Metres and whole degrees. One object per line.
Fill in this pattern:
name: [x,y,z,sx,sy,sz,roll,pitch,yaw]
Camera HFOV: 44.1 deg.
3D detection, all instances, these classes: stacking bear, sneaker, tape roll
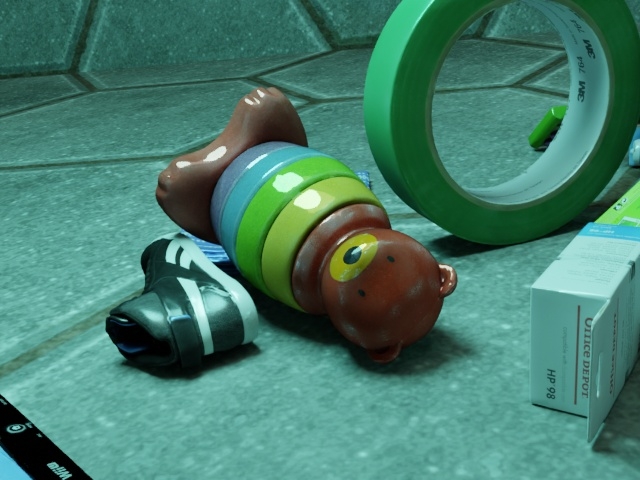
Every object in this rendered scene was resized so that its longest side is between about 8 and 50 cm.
stacking bear: [0.000,0.000,0.763,0.175,0.164,0.289,-44,49,-9]
sneaker: [-0.164,0.055,0.778,0.121,0.079,0.217,-18,25,-30]
tape roll: [0.210,-0.158,0.891,0.321,0.321,0.077,-12,21,-16]

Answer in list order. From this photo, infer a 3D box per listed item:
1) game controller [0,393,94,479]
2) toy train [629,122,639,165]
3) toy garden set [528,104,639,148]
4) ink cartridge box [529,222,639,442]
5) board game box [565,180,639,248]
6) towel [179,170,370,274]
game controller: [-0.277,0.164,0.548,0.166,0.067,0.319,-23,28,-37]
toy train: [0.513,-0.130,1.080,0.184,0.080,0.105,5,30,26]
toy garden set: [0.462,-0.188,1.173,0.244,0.049,0.204,-8,-17,-7]
ink cartridge box: [0.211,0.064,0.621,0.060,0.104,0.180,9,25,33]
board game box: [0.336,-0.025,0.763,0.181,0.043,0.092,-44,22,7]
towel: [-0.058,-0.036,1.041,0.243,0.040,0.336,-3,21,6]
